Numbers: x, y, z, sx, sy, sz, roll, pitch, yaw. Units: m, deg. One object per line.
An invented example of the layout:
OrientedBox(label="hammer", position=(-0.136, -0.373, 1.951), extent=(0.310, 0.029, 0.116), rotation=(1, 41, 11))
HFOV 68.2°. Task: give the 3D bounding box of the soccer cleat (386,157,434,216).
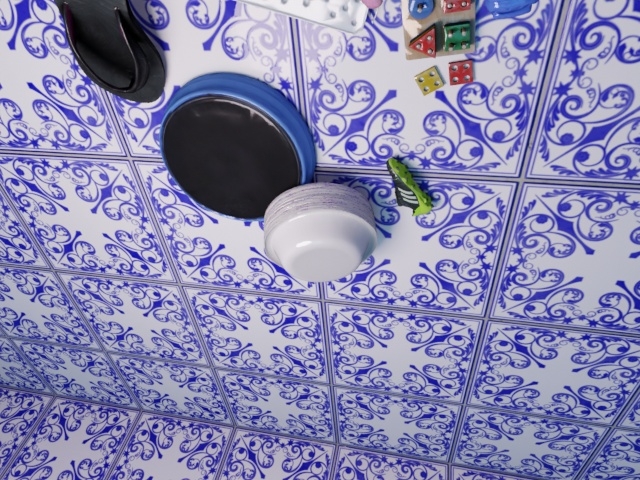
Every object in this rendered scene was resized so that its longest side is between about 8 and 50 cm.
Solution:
OrientedBox(label="soccer cleat", position=(0.201, -0.121, 1.129), extent=(0.072, 0.060, 0.179), rotation=(-25, 124, 34))

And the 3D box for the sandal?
OrientedBox(label="sandal", position=(-0.419, -0.386, 0.910), extent=(0.167, 0.107, 0.446), rotation=(-5, 161, -5))

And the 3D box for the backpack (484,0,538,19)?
OrientedBox(label="backpack", position=(0.318, -0.421, 0.777), extent=(0.098, 0.120, 0.101), rotation=(-8, 129, 21))

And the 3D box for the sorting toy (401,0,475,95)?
OrientedBox(label="sorting toy", position=(0.220, -0.395, 0.880), extent=(0.132, 0.046, 0.274), rotation=(0, 132, 16))

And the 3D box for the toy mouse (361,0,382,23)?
OrientedBox(label="toy mouse", position=(0.102, -0.453, 0.802), extent=(0.143, 0.031, 0.161), rotation=(-2, 136, -36))

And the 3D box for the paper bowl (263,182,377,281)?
OrientedBox(label="paper bowl", position=(0.000, 0.000, 1.182), extent=(0.284, 0.148, 0.284), rotation=(-3, 146, -2))

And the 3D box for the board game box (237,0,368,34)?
OrientedBox(label="board game box", position=(-0.066, -0.590, 0.779), extent=(0.390, 0.050, 0.390), rotation=(16, 133, 0))

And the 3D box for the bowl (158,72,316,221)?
OrientedBox(label="bowl", position=(-0.209, -0.206, 1.155), extent=(0.391, 0.077, 0.391), rotation=(8, 133, 9))
